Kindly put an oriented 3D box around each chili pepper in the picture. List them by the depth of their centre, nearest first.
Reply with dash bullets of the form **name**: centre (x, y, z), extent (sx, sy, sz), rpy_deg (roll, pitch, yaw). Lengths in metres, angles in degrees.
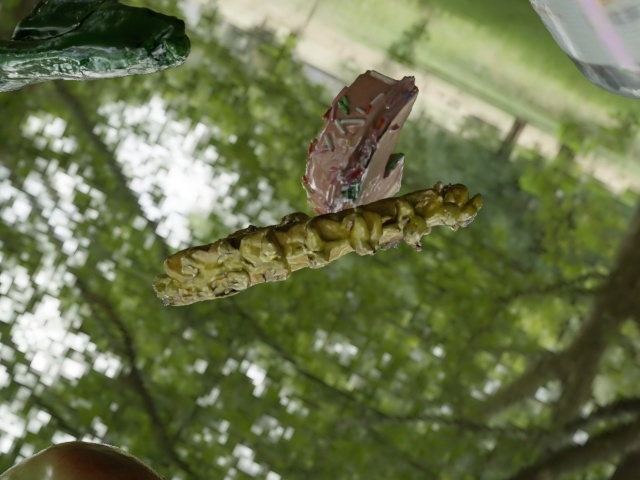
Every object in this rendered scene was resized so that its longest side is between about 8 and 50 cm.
- **chili pepper**: centre (-0.199, -0.156, 1.259), extent (0.216, 0.062, 0.108), rpy_deg (0, -151, 34)

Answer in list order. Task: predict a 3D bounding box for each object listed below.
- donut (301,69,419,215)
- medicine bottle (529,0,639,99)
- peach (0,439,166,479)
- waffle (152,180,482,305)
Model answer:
- **donut**: centre (0.027, -0.066, 1.324), extent (0.065, 0.117, 0.166), rpy_deg (30, 148, 15)
- **medicine bottle**: centre (0.103, -0.200, 0.578), extent (0.273, 0.165, 0.165), rpy_deg (51, 177, -23)
- **peach**: centre (-0.199, 0.292, 1.313), extent (0.232, 0.232, 0.232), rpy_deg (27, -173, -3)
- **waffle**: centre (0.000, 0.000, 1.188), extent (0.229, 0.051, 0.231), rpy_deg (-13, -179, -37)
